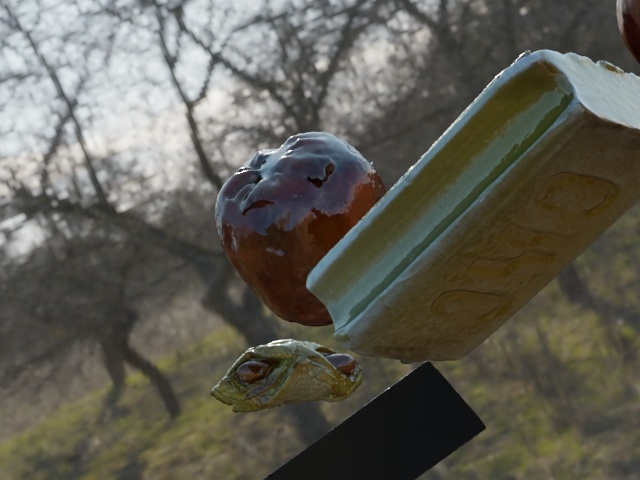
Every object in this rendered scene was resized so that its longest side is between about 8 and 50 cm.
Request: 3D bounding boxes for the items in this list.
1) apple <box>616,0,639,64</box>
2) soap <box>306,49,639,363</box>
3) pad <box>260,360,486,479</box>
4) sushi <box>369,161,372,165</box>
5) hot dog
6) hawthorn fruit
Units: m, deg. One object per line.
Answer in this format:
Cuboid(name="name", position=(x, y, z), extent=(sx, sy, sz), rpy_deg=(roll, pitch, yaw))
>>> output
Cuboid(name="apple", position=(0.263, -0.170, 0.843), extent=(0.168, 0.181, 0.181), rpy_deg=(5, 14, 26))
Cuboid(name="soap", position=(0.137, -0.021, 1.077), extent=(0.173, 0.089, 0.274), rpy_deg=(8, -46, -46))
Cuboid(name="pad", position=(0.064, 0.250, 1.629), extent=(0.243, 0.164, 0.004), rpy_deg=(-36, 42, 5))
Cuboid(name="sushi", position=(0.043, -0.046, 1.973), extent=(0.026, 0.126, 0.120), rpy_deg=(9, -6, -8))
Cuboid(name="hot dog", position=(-0.030, 0.135, 1.449), extent=(0.168, 0.078, 0.061), rpy_deg=(-6, -40, -22))
Cuboid(name="hawthorn fruit", position=(-0.007, -0.010, 1.294), extent=(0.173, 0.179, 0.173), rpy_deg=(-22, -5, -2))
